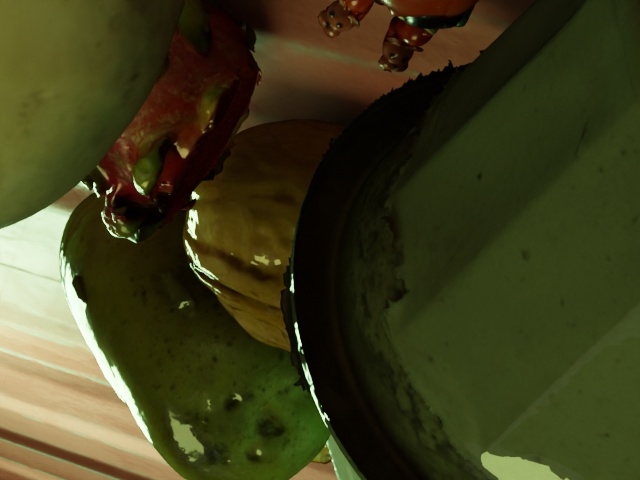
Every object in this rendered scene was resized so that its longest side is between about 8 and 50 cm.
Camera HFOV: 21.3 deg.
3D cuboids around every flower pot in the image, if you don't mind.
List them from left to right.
[{"bbox_3d":[0.152,-0.015,0.684,0.290,0.290,0.259,26,145,-4],"label":"flower pot"}]

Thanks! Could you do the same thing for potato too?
[{"bbox_3d":[-0.081,0.056,1.144,0.197,0.148,0.228,33,-168,-27],"label":"potato"}]

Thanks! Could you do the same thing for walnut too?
[{"bbox_3d":[0.000,0.000,1.004,0.180,0.144,0.144,20,159,31],"label":"walnut"}]

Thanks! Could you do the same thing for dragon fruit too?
[{"bbox_3d":[-0.107,-0.082,0.928,0.208,0.133,0.150,28,163,47],"label":"dragon fruit"}]

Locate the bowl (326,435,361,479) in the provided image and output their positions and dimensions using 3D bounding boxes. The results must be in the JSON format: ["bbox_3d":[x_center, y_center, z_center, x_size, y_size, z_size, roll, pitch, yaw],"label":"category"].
[{"bbox_3d":[0.114,0.150,1.162,0.313,0.146,0.313,160,90,-77],"label":"bowl"}]

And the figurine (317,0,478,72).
[{"bbox_3d":[0.046,-0.123,0.741,0.068,0.075,0.140,30,170,-7],"label":"figurine"}]

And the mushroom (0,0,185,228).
[{"bbox_3d":[-0.177,-0.135,0.687,0.254,0.234,0.260,-3,117,-4],"label":"mushroom"}]

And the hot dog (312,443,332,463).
[{"bbox_3d":[-0.057,0.132,1.460,0.250,0.076,0.104,0,128,41],"label":"hot dog"}]
